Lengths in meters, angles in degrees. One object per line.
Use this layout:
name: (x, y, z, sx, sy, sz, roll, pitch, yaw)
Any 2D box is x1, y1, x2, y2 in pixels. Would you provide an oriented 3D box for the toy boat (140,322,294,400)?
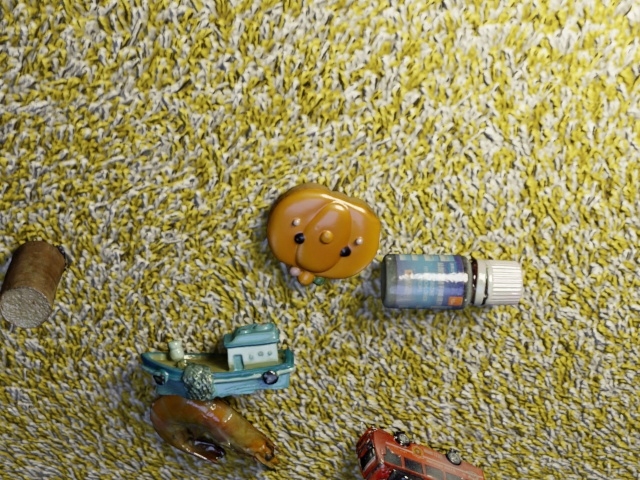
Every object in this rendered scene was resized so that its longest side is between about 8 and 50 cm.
toy boat: (-0.161, 0.184, 1.351, 0.238, 0.109, 0.098, -6, 103, -1)

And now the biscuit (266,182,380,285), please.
biscuit: (0.000, 0.002, 1.262, 0.170, 0.050, 0.170, 0, 123, 0)

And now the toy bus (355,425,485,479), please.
toy bus: (0.175, 0.398, 1.498, 0.235, 0.096, 0.073, 22, 117, -17)

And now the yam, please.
yam: (-0.413, 0.061, 1.244, 0.084, 0.127, 0.084, -2, 120, -3)

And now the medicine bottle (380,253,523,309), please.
medicine bottle: (0.193, 0.061, 1.288, 0.203, 0.083, 0.083, 1, 123, -4)

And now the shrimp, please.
shrimp: (-0.174, 0.328, 1.465, 0.249, 0.068, 0.150, 31, 130, -14)
